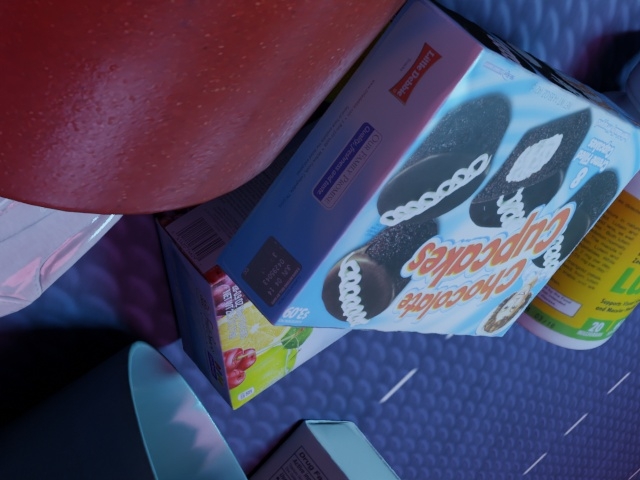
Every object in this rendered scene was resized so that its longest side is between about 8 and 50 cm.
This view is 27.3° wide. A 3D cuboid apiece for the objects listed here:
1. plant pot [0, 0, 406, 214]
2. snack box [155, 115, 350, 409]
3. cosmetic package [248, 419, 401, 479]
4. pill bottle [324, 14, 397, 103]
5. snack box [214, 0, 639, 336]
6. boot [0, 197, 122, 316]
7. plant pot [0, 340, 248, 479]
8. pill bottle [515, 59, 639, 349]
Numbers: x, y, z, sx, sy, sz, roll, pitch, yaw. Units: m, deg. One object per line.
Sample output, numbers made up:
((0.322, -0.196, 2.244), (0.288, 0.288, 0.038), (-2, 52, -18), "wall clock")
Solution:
((-0.041, -0.164, 0.374), (0.272, 0.272, 0.265), (-17, 154, -42), "plant pot")
((0.000, 0.000, 0.889), (0.207, 0.070, 0.174), (-34, 153, -18), "snack box")
((-0.046, 0.334, 1.262), (0.309, 0.160, 0.113), (-46, 156, 13), "cosmetic package")
((-0.006, -0.112, 0.704), (0.065, 0.065, 0.116), (-49, 154, 17), "pill bottle")
((0.091, -0.028, 0.824), (0.187, 0.060, 0.322), (-53, 153, 16), "snack box")
((-0.196, 0.016, 0.605), (0.258, 0.095, 0.123), (-36, 148, -14), "boot")
((-0.155, 0.245, 0.841), (0.235, 0.293, 0.293), (-26, 155, 2), "plant pot")
((0.249, -0.037, 1.100), (0.136, 0.136, 0.246), (-13, 143, -46), "pill bottle")
